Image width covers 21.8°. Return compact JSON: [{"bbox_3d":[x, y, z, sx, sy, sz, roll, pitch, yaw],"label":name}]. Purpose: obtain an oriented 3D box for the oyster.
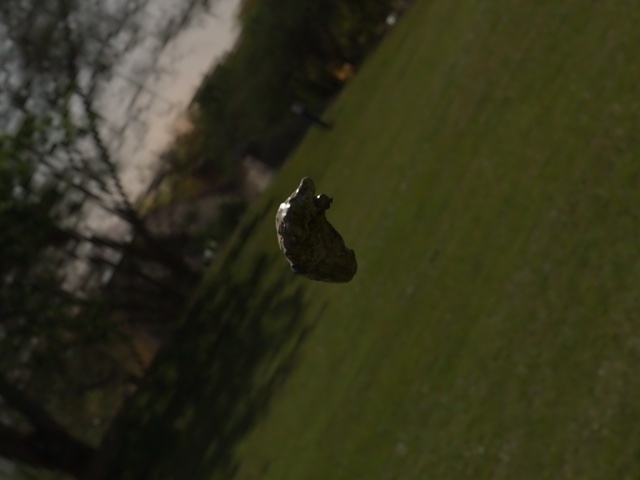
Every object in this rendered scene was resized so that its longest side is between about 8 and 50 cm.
[{"bbox_3d":[0.000,0.000,1.343,0.080,0.083,0.038,-57,9,24],"label":"oyster"}]
